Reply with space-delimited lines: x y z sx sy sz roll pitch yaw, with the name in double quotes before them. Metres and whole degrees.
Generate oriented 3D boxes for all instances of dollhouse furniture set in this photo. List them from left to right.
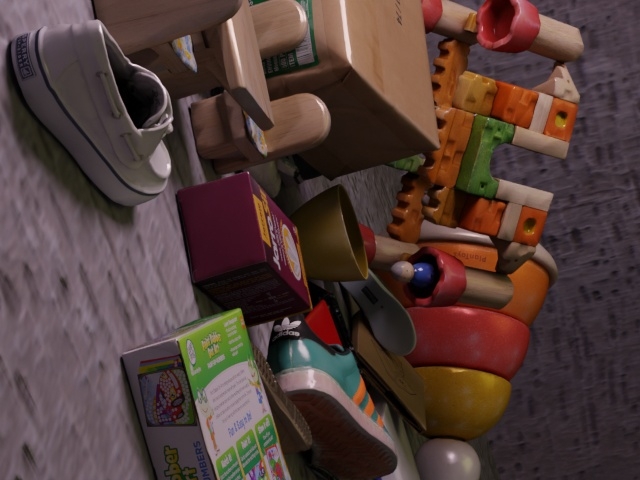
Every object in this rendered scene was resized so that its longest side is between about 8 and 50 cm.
"dollhouse furniture set" -0.077 -0.325 1.540 0.362 0.257 0.394 49 27 -68

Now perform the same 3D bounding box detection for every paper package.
"paper package" 0.012 -0.284 1.875 0.309 0.168 0.324 34 46 -58

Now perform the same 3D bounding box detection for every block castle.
"block castle" 0.169 -0.139 2.080 0.213 0.303 0.453 12 96 -37

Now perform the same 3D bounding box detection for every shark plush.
"shark plush" -0.099 -0.113 1.784 0.161 0.073 0.067 47 0 -24

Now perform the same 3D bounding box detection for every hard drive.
"hard drive" 0.129 0.395 2.215 0.210 0.040 0.318 -64 138 -76

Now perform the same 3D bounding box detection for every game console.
"game console" -0.004 0.144 1.940 0.124 0.085 0.144 26 -40 59

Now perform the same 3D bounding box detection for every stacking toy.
"stacking toy" 0.222 0.229 2.522 0.350 0.351 0.479 54 41 -64

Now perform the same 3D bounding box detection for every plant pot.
"plant pot" 0.000 0.000 1.946 0.134 0.095 0.134 -15 90 -80

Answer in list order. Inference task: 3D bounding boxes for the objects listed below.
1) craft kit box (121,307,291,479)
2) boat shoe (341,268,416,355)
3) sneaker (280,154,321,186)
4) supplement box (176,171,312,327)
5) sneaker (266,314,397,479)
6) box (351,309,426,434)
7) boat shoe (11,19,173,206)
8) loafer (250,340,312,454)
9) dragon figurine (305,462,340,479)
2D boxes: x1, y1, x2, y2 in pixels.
"craft kit box" -0.084 0.193 1.267 0.250 0.061 0.246 -16 93 -81
"boat shoe" 0.100 0.106 2.314 0.183 0.065 0.083 55 9 15
"sneaker" -0.024 -0.232 2.114 0.126 0.128 0.321 55 20 -62
"supplement box" -0.077 0.013 1.518 0.188 0.081 0.104 50 26 -67
"sneaker" 0.017 0.188 1.697 0.302 0.108 0.121 59 22 -54
"box" 0.107 0.203 2.256 0.164 0.021 0.201 48 12 -10
"boat shoe" -0.163 -0.101 1.190 0.258 0.084 0.095 48 27 -69
"loafer" -0.064 0.160 1.460 0.148 0.050 0.056 57 8 -7
"dragon figurine" 0.026 0.340 1.566 0.144 0.085 0.289 62 15 -53
